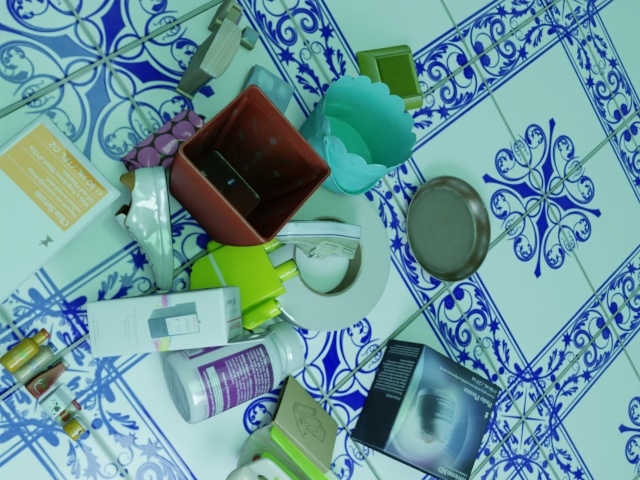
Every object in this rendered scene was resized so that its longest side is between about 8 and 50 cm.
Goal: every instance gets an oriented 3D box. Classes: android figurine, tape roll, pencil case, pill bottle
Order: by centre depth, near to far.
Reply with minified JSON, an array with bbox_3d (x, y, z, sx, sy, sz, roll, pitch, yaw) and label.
[{"bbox_3d":[-0.353,-0.216,1.587,0.098,0.095,0.209,45,70,3],"label":"pencil case"},{"bbox_3d":[-0.196,0.296,1.594,0.301,0.169,0.169,-18,95,-28],"label":"pill bottle"},{"bbox_3d":[-0.192,0.089,1.609,0.272,0.056,0.248,-30,67,-2],"label":"android figurine"},{"bbox_3d":[0.006,0.042,1.777,0.391,0.072,0.393,2,85,-29],"label":"tape roll"}]

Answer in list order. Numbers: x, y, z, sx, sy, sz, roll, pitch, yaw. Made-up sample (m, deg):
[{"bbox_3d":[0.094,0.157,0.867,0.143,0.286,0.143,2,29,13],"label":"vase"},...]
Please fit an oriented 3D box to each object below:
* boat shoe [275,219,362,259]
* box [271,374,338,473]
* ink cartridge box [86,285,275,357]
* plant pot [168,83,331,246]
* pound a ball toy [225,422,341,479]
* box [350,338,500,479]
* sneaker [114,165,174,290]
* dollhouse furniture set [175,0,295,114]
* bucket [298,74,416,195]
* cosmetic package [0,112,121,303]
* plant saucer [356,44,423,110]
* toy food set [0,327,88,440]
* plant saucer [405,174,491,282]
[{"bbox_3d":[0.000,0.000,1.641,0.302,0.109,0.094,3,90,-48],"label":"boat shoe"},{"bbox_3d":[-0.034,0.456,1.698,0.201,0.021,0.164,49,26,-17],"label":"box"},{"bbox_3d":[-0.285,0.165,1.452,0.353,0.207,0.119,-6,87,2],"label":"ink cartridge box"},{"bbox_3d":[-0.188,-0.138,1.546,0.267,0.235,0.267,47,56,-10],"label":"plant pot"},{"bbox_3d":[-0.098,0.593,1.625,0.319,0.135,0.208,48,31,-17],"label":"pound a ball toy"},{"bbox_3d":[0.287,0.464,1.836,0.296,0.182,0.294,30,74,-23],"label":"box"},{"bbox_3d":[-0.395,-0.022,1.537,0.123,0.106,0.290,-7,108,-12],"label":"sneaker"},{"bbox_3d":[-0.145,-0.402,1.655,0.303,0.198,0.287,30,73,-24],"label":"dollhouse furniture set"},{"bbox_3d":[0.085,-0.261,1.740,0.281,0.183,0.281,14,61,-26],"label":"bucket"},{"bbox_3d":[-0.656,-0.020,1.375,0.230,0.161,0.453,48,67,-17],"label":"cosmetic package"},{"bbox_3d":[0.209,-0.460,1.936,0.188,0.045,0.189,-17,95,-28],"label":"plant saucer"},{"bbox_3d":[-0.554,0.299,1.433,0.104,0.111,0.232,-43,103,-23],"label":"toy food set"},{"bbox_3d":[0.365,-0.033,1.987,0.310,0.050,0.311,2,86,-27],"label":"plant saucer"}]
